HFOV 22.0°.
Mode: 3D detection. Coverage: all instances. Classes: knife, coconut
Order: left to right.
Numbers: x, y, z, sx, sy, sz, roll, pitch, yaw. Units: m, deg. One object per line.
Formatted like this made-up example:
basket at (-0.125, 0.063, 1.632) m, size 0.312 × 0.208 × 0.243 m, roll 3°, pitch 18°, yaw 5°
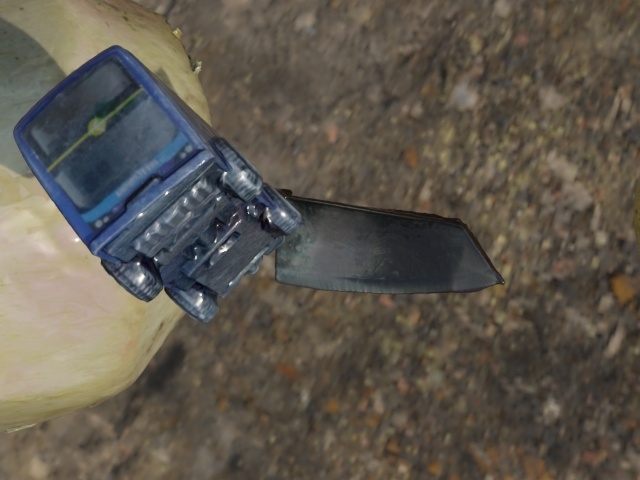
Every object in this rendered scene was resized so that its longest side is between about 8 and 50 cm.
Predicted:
coconut at (-0.251, -0.028, 1.190) m, size 0.353 × 0.352 × 0.352 m, roll 11°, pitch 128°, yaw 14°
knife at (0.000, 0.000, 0.941) m, size 0.230 × 0.028 × 0.060 m, roll 10°, pitch 104°, yaw 28°

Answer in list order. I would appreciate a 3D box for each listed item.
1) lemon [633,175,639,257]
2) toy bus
lemon at (0.259, -0.012, 0.886) m, size 0.178 × 0.203 × 0.178 m, roll 19°, pitch 131°, yaw 24°
toy bus at (-0.074, -0.022, 0.793) m, size 0.079 × 0.236 × 0.094 m, roll -46°, pitch 78°, yaw 0°
